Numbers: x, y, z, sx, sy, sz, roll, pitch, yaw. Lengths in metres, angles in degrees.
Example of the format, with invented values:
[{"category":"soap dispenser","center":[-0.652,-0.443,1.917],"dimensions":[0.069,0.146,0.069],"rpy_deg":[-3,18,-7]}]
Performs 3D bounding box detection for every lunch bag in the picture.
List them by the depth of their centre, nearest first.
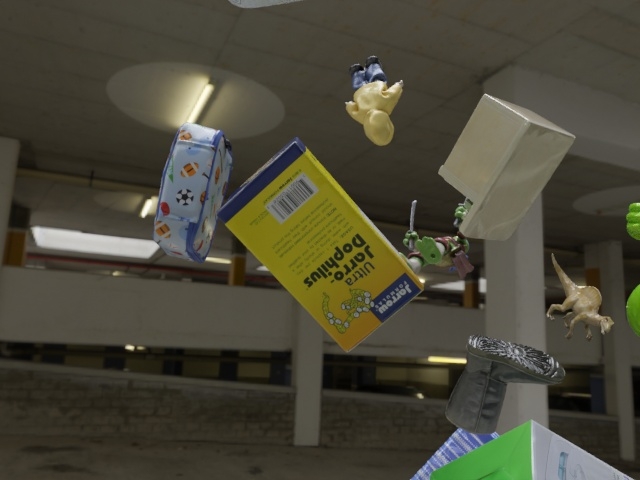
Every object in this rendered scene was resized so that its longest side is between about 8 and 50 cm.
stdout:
[{"category":"lunch bag","center":[-0.281,-0.108,1.249],"dimensions":[0.114,0.303,0.243],"rpy_deg":[13,-14,2]}]

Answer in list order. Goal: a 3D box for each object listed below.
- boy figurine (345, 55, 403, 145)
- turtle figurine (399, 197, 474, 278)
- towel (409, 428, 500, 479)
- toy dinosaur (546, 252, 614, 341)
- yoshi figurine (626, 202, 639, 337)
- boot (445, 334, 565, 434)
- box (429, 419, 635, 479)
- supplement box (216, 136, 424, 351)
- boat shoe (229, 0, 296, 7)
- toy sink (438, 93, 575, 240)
[{"category":"boy figurine","center":[0.158,-0.396,1.547],"dimensions":[0.177,0.285,0.092],"rpy_deg":[-22,-33,19]},{"category":"turtle figurine","center":[0.284,-0.021,1.403],"dimensions":[0.197,0.275,0.266],"rpy_deg":[5,17,34]},{"category":"towel","center":[0.379,0.658,1.457],"dimensions":[0.040,0.336,0.243],"rpy_deg":[47,-4,-39]},{"category":"toy dinosaur","center":[0.445,0.112,0.948],"dimensions":[0.053,0.183,0.093],"rpy_deg":[16,-59,-24]},{"category":"yoshi figurine","center":[0.567,0.018,0.862],"dimensions":[0.203,0.362,0.203],"rpy_deg":[8,-22,7]},{"category":"boot","center":[0.341,0.291,1.029],"dimensions":[0.189,0.209,0.076],"rpy_deg":[17,27,27]},{"category":"box","center":[0.331,0.431,0.846],"dimensions":[0.231,0.127,0.262],"rpy_deg":[30,-47,-7]},{"category":"supplement box","center":[0.000,0.000,1.051],"dimensions":[0.356,0.195,0.194],"rpy_deg":[48,7,-11]},{"category":"boat shoe","center":[-0.017,-0.504,0.957],"dimensions":[0.335,0.121,0.119],"rpy_deg":[-31,-25,-28]},{"category":"toy sink","center":[0.331,-0.134,1.031],"dimensions":[0.152,0.234,0.131],"rpy_deg":[4,33,-37]}]
